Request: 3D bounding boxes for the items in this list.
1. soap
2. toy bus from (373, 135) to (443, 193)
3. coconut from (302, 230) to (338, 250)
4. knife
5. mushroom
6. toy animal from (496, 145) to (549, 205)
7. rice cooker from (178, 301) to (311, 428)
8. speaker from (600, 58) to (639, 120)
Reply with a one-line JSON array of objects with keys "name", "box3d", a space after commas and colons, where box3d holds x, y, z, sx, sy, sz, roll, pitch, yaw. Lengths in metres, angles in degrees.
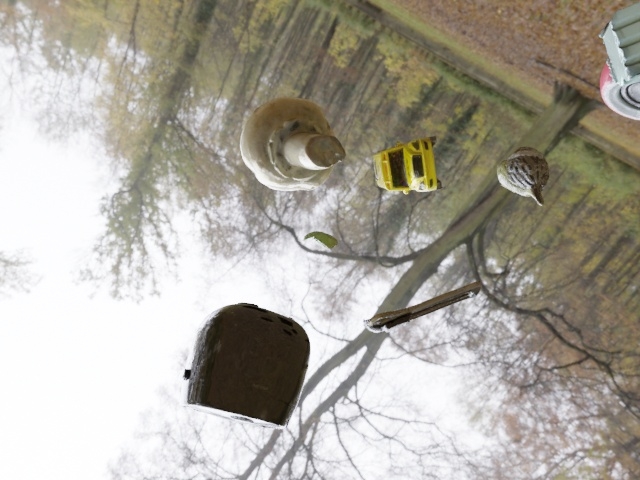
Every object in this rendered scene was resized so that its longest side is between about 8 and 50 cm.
[{"name": "soap", "box3d": [0.731, -0.433, 0.943, 0.094, 0.262, 0.150, -7, -100, -67]}, {"name": "toy bus", "box3d": [0.238, -0.211, 1.324, 0.152, 0.144, 0.330, -9, -171, 1]}, {"name": "coconut", "box3d": [0.004, -0.003, 1.674, 0.133, 0.055, 0.158, 19, 180, -17]}, {"name": "knife", "box3d": [0.288, 0.185, 1.268, 0.366, 0.089, 0.043, -16, -120, -13]}, {"name": "mushroom", "box3d": [-0.064, -0.284, 1.382, 0.315, 0.314, 0.336, 16, -178, -30]}, {"name": "toy animal", "box3d": [0.422, -0.134, 0.934, 0.098, 0.098, 0.137, 17, -155, -28]}, {"name": "rice cooker", "box3d": [-0.155, 0.259, 0.965, 0.268, 0.267, 0.224, 21, -117, -20]}, {"name": "speaker", "box3d": [1.054, -0.512, 1.456, 0.295, 0.294, 0.294, 25, -157, -11]}]
